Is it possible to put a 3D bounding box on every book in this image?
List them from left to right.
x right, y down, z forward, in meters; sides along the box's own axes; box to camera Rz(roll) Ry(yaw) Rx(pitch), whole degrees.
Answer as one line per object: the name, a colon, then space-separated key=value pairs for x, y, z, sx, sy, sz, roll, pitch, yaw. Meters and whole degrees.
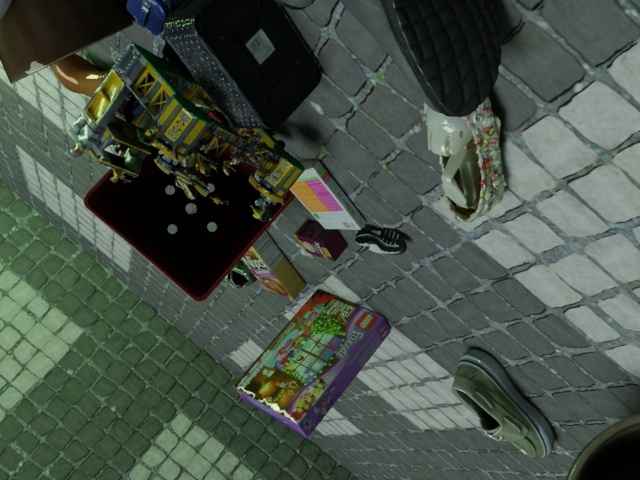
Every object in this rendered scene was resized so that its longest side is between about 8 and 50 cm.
book: x=0.003 y=-0.074 z=1.286 sx=0.096 sy=0.035 sz=0.144 roll=4 pitch=140 yaw=51

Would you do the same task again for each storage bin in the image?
storage bin: x=-0.098 y=-0.244 z=0.985 sx=0.084 sy=0.122 sz=0.180 roll=12 pitch=146 yaw=51

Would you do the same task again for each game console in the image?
game console: x=-0.247 y=-0.233 z=1.220 sx=0.085 sy=0.144 sz=0.124 roll=43 pitch=158 yaw=-12

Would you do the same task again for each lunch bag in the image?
lunch bag: x=-0.241 y=-0.344 z=1.098 sx=0.067 sy=0.065 sz=0.098 roll=42 pitch=158 yaw=-7

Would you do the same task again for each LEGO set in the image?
LEGO set: x=-0.203 y=-0.120 z=1.117 sx=0.255 sy=0.192 sz=0.331 roll=45 pitch=-166 yaw=25

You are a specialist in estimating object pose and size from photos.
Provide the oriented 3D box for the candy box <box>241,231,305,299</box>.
candy box: x=-0.124 y=0.047 z=1.707 sx=0.109 sy=0.053 sz=0.186 roll=15 pitch=147 yaw=48

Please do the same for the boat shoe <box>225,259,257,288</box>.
boat shoe: x=-0.202 y=0.078 z=1.868 sx=0.078 sy=0.070 sz=0.219 roll=45 pitch=158 yaw=-14

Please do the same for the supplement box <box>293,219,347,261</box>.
supplement box: x=0.000 y=0.000 z=1.421 sx=0.083 sy=0.043 sz=0.055 roll=15 pitch=147 yaw=45

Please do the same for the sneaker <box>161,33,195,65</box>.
sneaker: x=-0.184 y=-0.294 z=1.092 sx=0.063 sy=0.075 sz=0.170 roll=46 pitch=158 yaw=-17

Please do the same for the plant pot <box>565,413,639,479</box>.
plant pot: x=0.515 y=0.423 z=1.130 sx=0.323 sy=0.323 sz=0.280 roll=32 pitch=174 yaw=19

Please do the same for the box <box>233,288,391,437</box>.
box: x=-0.017 y=0.249 z=1.598 sx=0.201 sy=0.293 sz=0.057 roll=19 pitch=148 yaw=41

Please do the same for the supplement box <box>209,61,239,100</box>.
supplement box: x=-0.114 y=-0.249 z=1.092 sx=0.083 sy=0.056 sz=0.083 roll=47 pitch=158 yaw=-19

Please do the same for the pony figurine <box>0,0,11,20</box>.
pony figurine: x=-0.465 y=-0.419 z=0.961 sx=0.363 sy=0.351 sz=0.303 roll=46 pitch=170 yaw=-5

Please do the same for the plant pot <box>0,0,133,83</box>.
plant pot: x=-0.444 y=-0.395 z=1.177 sx=0.215 sy=0.215 sz=0.230 roll=6 pitch=127 yaw=55

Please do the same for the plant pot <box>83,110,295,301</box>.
plant pot: x=-0.238 y=-0.070 z=1.413 sx=0.267 sy=0.267 sz=0.236 roll=42 pitch=171 yaw=-5

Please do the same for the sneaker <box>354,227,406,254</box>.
sneaker: x=0.108 y=0.004 z=1.272 sx=0.044 sy=0.040 sz=0.109 roll=35 pitch=169 yaw=-38

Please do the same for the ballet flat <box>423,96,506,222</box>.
ballet flat: x=0.166 y=-0.108 z=0.890 sx=0.091 sy=0.077 sz=0.241 roll=21 pitch=152 yaw=40

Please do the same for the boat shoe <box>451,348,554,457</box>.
boat shoe: x=0.342 y=0.332 z=1.454 sx=0.302 sy=0.094 sz=0.109 roll=49 pitch=157 yaw=-23

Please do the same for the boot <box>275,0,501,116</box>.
boot: x=0.030 y=-0.270 z=0.772 sx=0.338 sy=0.118 sz=0.223 roll=58 pitch=157 yaw=-16

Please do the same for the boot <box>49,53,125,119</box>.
boot: x=-0.420 y=-0.310 z=1.457 sx=0.197 sy=0.073 sz=0.152 roll=36 pitch=163 yaw=-25
